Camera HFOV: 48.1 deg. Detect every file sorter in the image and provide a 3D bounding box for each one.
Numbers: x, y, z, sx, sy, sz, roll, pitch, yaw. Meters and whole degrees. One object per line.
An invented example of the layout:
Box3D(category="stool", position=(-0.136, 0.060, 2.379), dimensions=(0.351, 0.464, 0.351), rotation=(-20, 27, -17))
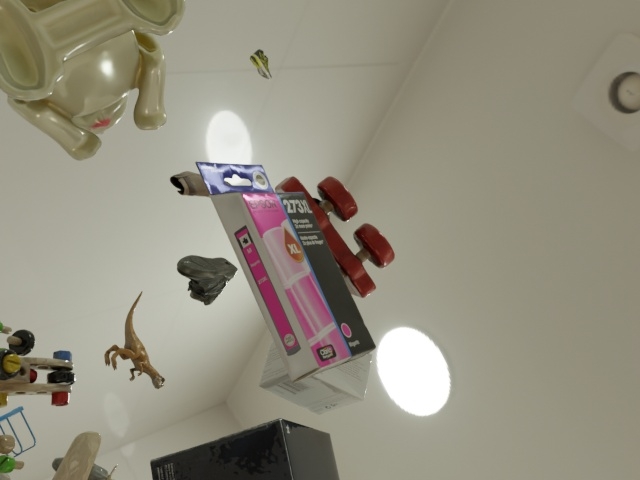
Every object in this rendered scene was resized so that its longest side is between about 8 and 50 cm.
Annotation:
Box3D(category="file sorter", position=(-0.783, 0.487, 1.695), dimensions=(0.118, 0.170, 0.105), rotation=(-29, -92, 32))

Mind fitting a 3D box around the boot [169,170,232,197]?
Box3D(category="boot", position=(-0.215, -0.092, 1.306), dimensions=(0.118, 0.087, 0.042), rotation=(30, -64, 36))

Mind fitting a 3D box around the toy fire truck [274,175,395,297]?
Box3D(category="toy fire truck", position=(0.000, 0.000, 1.530), dimensions=(0.302, 0.169, 0.254), rotation=(52, -12, -10))

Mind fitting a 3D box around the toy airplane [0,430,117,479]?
Box3D(category="toy airplane", position=(-0.609, 0.684, 1.644), dimensions=(0.384, 0.386, 0.272), rotation=(50, -25, 27))

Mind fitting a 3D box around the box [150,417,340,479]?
Box3D(category="box", position=(-0.139, 0.506, 1.474), dimensions=(0.294, 0.296, 0.183), rotation=(-22, -116, 12))

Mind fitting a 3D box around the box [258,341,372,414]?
Box3D(category="box", position=(-0.012, 0.295, 1.629), dimensions=(0.181, 0.182, 0.119), rotation=(-32, -145, 48))

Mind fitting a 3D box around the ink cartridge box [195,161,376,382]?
Box3D(category="ink cartridge box", position=(-0.052, 0.026, 1.118), dimensions=(0.069, 0.175, 0.371), rotation=(-34, -105, 29))

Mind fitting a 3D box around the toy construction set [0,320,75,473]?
Box3D(category="toy construction set", position=(-0.671, 0.313, 1.428), dimensions=(0.257, 0.237, 0.309), rotation=(10, -105, 22))

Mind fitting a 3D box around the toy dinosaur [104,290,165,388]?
Box3D(category="toy dinosaur", position=(-0.398, 0.226, 1.516), dimensions=(0.064, 0.112, 0.212), rotation=(-43, -111, 52))

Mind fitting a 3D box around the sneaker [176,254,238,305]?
Box3D(category="sneaker", position=(-0.307, 0.107, 1.843), dimensions=(0.087, 0.227, 0.130), rotation=(34, -83, 18))

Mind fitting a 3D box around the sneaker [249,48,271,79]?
Box3D(category="sneaker", position=(-0.129, -0.404, 1.647), dimensions=(0.031, 0.035, 0.083), rotation=(28, -15, 34))

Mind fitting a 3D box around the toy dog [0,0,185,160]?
Box3D(category="toy dog", position=(-0.426, -0.313, 1.168), dimensions=(0.395, 0.284, 0.408), rotation=(46, -19, 3))
